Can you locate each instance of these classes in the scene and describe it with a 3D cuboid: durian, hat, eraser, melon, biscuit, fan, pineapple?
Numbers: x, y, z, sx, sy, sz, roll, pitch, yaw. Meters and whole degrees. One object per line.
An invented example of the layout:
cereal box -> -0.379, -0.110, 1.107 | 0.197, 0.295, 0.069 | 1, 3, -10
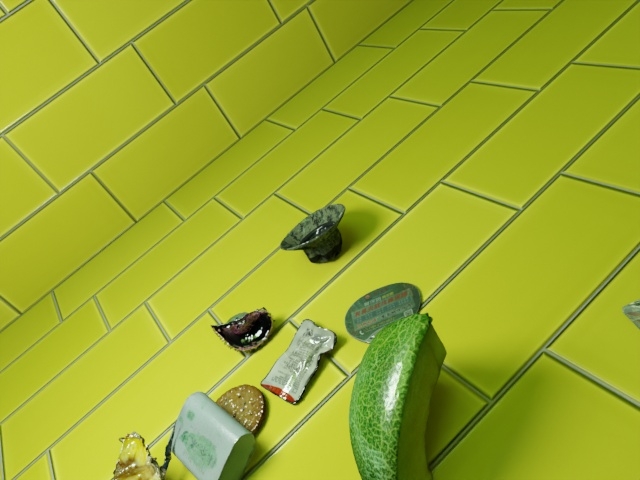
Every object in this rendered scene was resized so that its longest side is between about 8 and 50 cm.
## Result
durian -> -0.219, 0.274, 1.687 | 0.186, 0.119, 0.108 | -21, -3, -1
hat -> 0.000, 0.000, 1.793 | 0.265, 0.128, 0.265 | -27, 20, 11
eraser -> -0.276, 0.508, 1.394 | 0.227, 0.081, 0.174 | 21, 84, 43
melon -> 0.161, 0.371, 1.163 | 0.331, 0.226, 0.343 | -51, 10, 52
biscuit -> -0.226, 0.472, 1.487 | 0.187, 0.027, 0.188 | -20, 39, 17
fan -> 0.194, 0.208, 1.491 | 0.223, 0.012, 0.294 | -40, 35, -12
pineapple -> -0.438, 0.633, 1.381 | 0.158, 0.161, 0.335 | -1, 59, -2

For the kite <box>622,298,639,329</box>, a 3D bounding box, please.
kite -> 0.711, 0.184, 1.107 | 0.127, 0.016, 0.229 | -27, 35, 15

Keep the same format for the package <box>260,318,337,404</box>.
package -> -0.054, 0.327, 1.525 | 0.166, 0.040, 0.232 | 10, 61, 49
